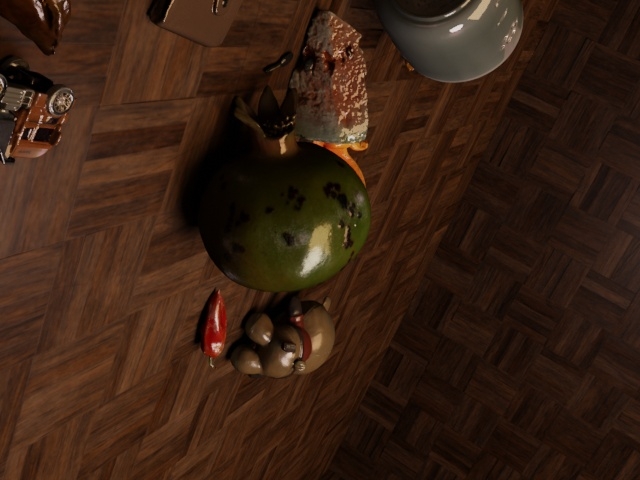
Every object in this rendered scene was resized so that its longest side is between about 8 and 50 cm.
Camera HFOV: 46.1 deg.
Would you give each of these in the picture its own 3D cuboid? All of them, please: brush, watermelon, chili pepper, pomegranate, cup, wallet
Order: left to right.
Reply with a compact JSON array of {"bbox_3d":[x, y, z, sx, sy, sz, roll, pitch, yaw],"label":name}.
[{"bbox_3d":[-0.151,-0.315,0.979,0.118,0.039,0.153,-61,161,14],"label":"wallet"},{"bbox_3d":[-0.223,0.185,1.553,0.059,0.050,0.191,-27,132,-53],"label":"chili pepper"},{"bbox_3d":[-0.069,-0.298,1.264,0.083,0.008,0.024,-41,158,-45],"label":"brush"},{"bbox_3d":[-0.050,-0.070,1.250,0.291,0.291,0.323,-36,151,-50],"label":"pomegranate"},{"bbox_3d":[0.015,-0.288,1.340,0.094,0.154,0.241,-32,135,-54],"label":"watermelon"},{"bbox_3d":[0.240,-0.508,1.428,0.274,0.260,0.356,9,80,-70],"label":"cup"}]

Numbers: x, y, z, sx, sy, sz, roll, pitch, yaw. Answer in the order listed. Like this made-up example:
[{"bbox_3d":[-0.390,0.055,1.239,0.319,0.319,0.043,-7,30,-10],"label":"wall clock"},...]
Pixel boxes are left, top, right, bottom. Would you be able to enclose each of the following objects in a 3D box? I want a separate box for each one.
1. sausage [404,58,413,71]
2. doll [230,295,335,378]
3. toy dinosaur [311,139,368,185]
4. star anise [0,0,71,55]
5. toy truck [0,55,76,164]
[{"bbox_3d":[0.239,-0.476,1.726,0.062,0.054,0.183,2,124,-33],"label":"sausage"},{"bbox_3d":[-0.070,0.250,1.859,0.330,0.174,0.235,-10,122,-65],"label":"doll"},{"bbox_3d":[0.031,-0.212,1.487,0.117,0.070,0.288,-14,114,-17],"label":"toy dinosaur"},{"bbox_3d":[-0.278,-0.269,0.546,0.237,0.148,0.346,-55,171,-20],"label":"star anise"},{"bbox_3d":[-0.331,-0.131,0.719,0.092,0.083,0.192,-64,160,13],"label":"toy truck"}]
